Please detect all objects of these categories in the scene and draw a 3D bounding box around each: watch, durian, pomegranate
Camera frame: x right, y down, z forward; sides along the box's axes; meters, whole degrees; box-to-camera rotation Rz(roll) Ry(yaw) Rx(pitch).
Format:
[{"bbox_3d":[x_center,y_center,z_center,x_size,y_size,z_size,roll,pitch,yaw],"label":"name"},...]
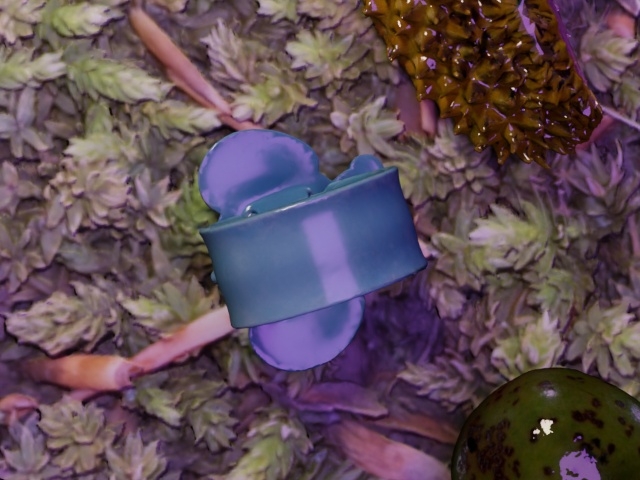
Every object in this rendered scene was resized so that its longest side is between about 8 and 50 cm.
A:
[{"bbox_3d":[0.000,0.000,1.405,0.211,0.193,0.211,0,90,-15],"label":"watch"},{"bbox_3d":[0.135,-0.218,1.496,0.191,0.112,0.341,-18,95,-18],"label":"durian"},{"bbox_3d":[0.209,0.220,1.437,0.202,0.248,0.202,1,116,1],"label":"pomegranate"}]

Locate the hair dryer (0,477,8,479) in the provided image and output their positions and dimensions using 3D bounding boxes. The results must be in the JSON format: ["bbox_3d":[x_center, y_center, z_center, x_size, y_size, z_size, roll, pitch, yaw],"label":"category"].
[{"bbox_3d":[-0.281,0.211,1.405,0.083,0.031,0.079,12,95,-23],"label":"hair dryer"}]
